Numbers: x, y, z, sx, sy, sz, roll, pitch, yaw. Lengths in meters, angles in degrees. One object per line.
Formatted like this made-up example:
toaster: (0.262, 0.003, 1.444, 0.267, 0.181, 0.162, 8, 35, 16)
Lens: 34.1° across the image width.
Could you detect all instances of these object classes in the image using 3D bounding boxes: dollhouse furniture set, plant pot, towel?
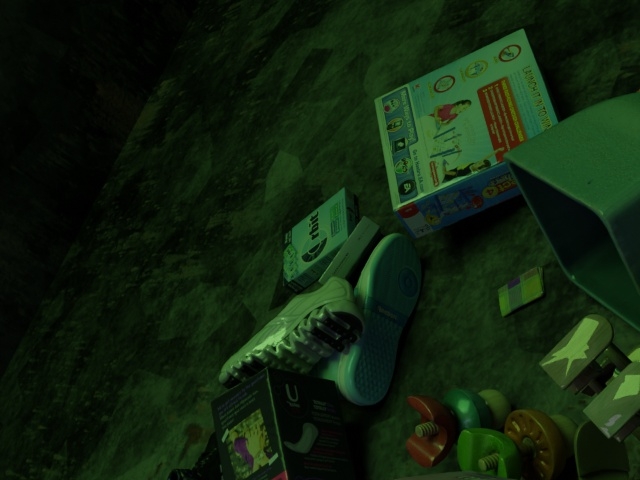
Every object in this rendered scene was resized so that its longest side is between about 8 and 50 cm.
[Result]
dollhouse furniture set: (0.414, 0.176, 1.197, 0.161, 0.212, 0.242, -48, 55, 12)
plant pot: (0.443, -0.058, 1.372, 0.252, 0.247, 0.248, -36, 30, -4)
towel: (0.314, 0.080, 1.630, 0.083, 0.009, 0.060, -35, 36, 32)

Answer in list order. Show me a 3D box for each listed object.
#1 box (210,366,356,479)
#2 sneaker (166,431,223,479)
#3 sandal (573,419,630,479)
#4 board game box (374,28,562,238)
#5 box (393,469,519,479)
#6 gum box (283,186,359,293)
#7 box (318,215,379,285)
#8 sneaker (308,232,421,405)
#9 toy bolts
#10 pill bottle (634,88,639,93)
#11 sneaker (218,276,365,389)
box: (-0.051, 0.357, 1.639, 0.143, 0.165, 0.270, -33, 55, 32)
sneaker: (-0.222, 0.425, 1.932, 0.079, 0.121, 0.217, -33, 36, 31)
sandal: (0.342, 0.337, 1.263, 0.088, 0.079, 0.240, -2, 79, 7)
board game box: (0.259, -0.188, 1.811, 0.301, 0.086, 0.308, -23, 43, 18)
box: (0.186, 0.404, 1.216, 0.213, 0.117, 0.243, 162, 106, -69)
gum box: (0.000, 0.000, 2.133, 0.184, 0.041, 0.157, -38, 34, 29)
box: (0.057, 0.030, 1.926, 0.145, 0.038, 0.186, -55, -7, 0)
sneaker: (0.049, 0.136, 1.839, 0.208, 0.127, 0.319, -11, 50, 49)
toy bolts: (0.239, 0.300, 1.439, 0.228, 0.158, 0.218, 37, 132, 51)
pill bottle: (0.434, -0.117, 1.547, 0.221, 0.121, 0.121, -40, 32, 25)
sneaker: (-0.050, 0.166, 1.763, 0.292, 0.110, 0.118, -33, 37, 22)
